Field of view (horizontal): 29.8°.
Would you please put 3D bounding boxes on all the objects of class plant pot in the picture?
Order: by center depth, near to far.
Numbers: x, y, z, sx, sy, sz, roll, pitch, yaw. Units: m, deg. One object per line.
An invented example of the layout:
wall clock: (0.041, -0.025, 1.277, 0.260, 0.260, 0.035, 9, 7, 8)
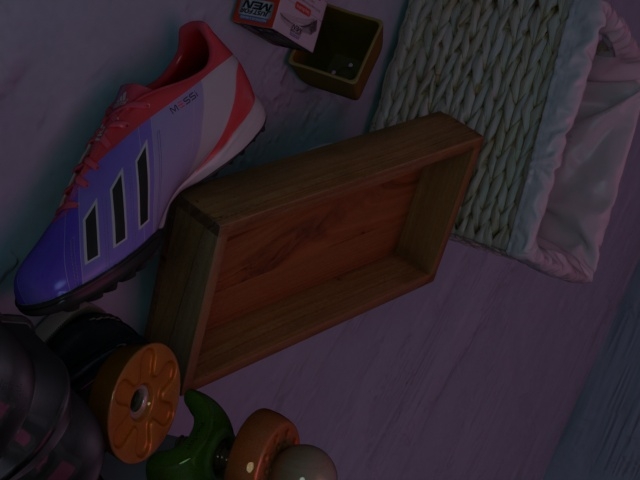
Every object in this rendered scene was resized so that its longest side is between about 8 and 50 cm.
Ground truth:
plant pot: (0.022, -0.199, 1.324, 0.083, 0.081, 0.081, 68, 44, -69)

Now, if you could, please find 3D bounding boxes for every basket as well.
basket: (0.246, -0.142, 1.575, 0.328, 0.266, 0.331, 16, 92, -64)

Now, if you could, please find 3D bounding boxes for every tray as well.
tray: (0.000, 0.000, 1.275, 0.411, 0.076, 0.203, -20, 136, -44)

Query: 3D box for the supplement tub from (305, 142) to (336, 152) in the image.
supplement tub: (0.015, -0.052, 1.399, 0.071, 0.071, 0.107, -52, 146, -36)

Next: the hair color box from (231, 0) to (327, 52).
hair color box: (-0.025, -0.284, 1.207, 0.093, 0.053, 0.167, 16, 89, -63)

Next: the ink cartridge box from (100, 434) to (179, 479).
ink cartridge box: (-0.141, 0.326, 1.186, 0.233, 0.168, 0.171, 75, 31, -47)

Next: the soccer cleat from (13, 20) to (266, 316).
soccer cleat: (-0.166, -0.064, 1.029, 0.318, 0.108, 0.116, -51, 127, -36)

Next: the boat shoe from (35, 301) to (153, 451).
boat shoe: (-0.245, 0.200, 0.993, 0.340, 0.113, 0.127, -53, 147, -35)

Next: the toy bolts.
toy bolts: (-0.099, 0.214, 0.983, 0.229, 0.158, 0.218, -64, 151, -28)

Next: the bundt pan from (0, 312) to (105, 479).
bundt pan: (-0.278, 0.193, 0.797, 0.330, 0.124, 0.331, -13, 111, -38)
